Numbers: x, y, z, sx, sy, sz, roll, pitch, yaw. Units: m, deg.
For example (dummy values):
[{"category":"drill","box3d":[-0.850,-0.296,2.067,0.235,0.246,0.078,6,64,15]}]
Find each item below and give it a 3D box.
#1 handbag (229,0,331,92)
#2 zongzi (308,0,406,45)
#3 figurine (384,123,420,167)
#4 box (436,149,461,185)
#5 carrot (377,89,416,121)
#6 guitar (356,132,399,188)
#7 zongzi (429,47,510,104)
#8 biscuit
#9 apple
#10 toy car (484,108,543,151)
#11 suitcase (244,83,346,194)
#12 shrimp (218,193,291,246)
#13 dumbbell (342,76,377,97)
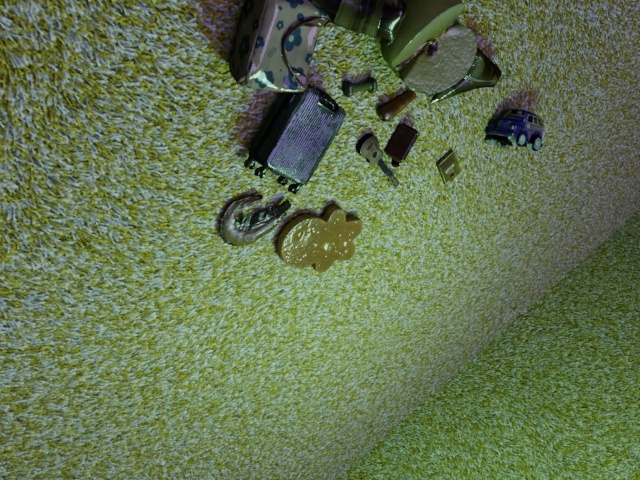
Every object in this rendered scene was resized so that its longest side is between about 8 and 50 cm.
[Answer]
[{"category":"handbag","box3d":[-0.109,-0.512,1.296,0.193,0.190,0.251,8,117,-28]},{"category":"zongzi","box3d":[0.103,-0.709,1.411,0.286,0.288,0.134,16,148,-10]},{"category":"figurine","box3d":[0.302,-0.340,1.844,0.098,0.082,0.154,1,120,-61]},{"category":"box","box3d":[0.529,-0.300,2.078,0.090,0.023,0.133,-43,136,-4]},{"category":"carrot","box3d":[0.263,-0.465,1.735,0.161,0.055,0.055,-39,136,-20]},{"category":"guitar","box3d":[0.217,-0.281,1.831,0.084,0.038,0.271,-47,134,-1]},{"category":"zongzi","box3d":[0.538,-0.572,1.856,0.247,0.111,0.241,8,132,-48]},{"category":"biscuit","box3d":[-0.001,-0.001,1.847,0.355,0.052,0.275,-7,123,-34]},{"category":"apple","box3d":[0.315,-0.615,1.538,0.258,0.233,0.295,-38,139,12]},{"category":"toy car","box3d":[0.812,-0.464,2.099,0.235,0.172,0.158,4,100,-37]},{"category":"suitcase","box3d":[-0.076,-0.313,1.513,0.202,0.128,0.312,22,104,-45]},{"category":"shrimp","box3d":[-0.217,-0.080,1.626,0.253,0.058,0.173,-38,127,-8]},{"category":"dumbbell","box3d":[0.127,-0.491,1.610,0.118,0.046,0.052,-17,123,-28]}]
